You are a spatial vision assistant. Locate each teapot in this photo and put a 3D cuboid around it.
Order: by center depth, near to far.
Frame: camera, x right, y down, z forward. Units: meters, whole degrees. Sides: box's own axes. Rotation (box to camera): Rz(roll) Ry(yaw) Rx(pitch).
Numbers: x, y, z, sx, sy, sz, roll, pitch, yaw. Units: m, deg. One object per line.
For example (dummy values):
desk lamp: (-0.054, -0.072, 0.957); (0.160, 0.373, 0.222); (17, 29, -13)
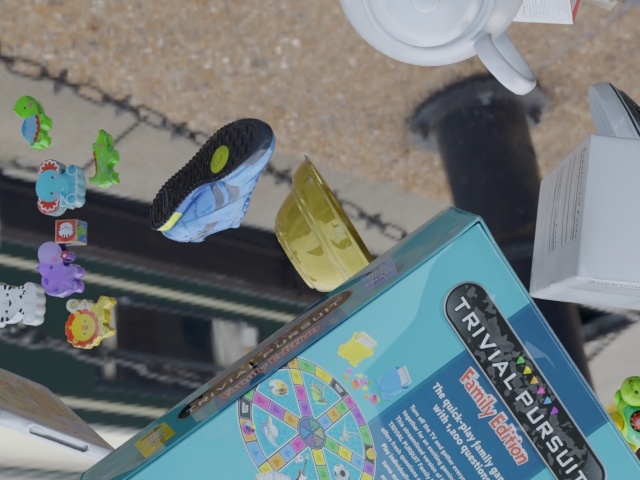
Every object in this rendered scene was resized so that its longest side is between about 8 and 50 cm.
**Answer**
teapot: (0.132, -0.304, 1.352); (0.256, 0.187, 0.252); (2, 119, 5)

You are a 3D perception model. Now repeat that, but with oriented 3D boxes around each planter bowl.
planter bowl: (0.000, 0.000, 1.528); (0.090, 0.217, 0.217); (-31, 153, 4)

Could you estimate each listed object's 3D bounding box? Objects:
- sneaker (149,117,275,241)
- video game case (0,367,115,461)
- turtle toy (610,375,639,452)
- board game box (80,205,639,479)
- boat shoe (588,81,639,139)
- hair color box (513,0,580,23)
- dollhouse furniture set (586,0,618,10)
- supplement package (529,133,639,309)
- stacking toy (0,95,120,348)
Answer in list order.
sneaker: (-0.100, -0.061, 1.252); (0.082, 0.069, 0.209); (22, 139, -32)
video game case: (-0.386, 0.211, 1.493); (0.212, 0.023, 0.193); (27, 175, 46)
turtle toy: (0.469, 0.251, 1.683); (0.066, 0.095, 0.130); (-1, 129, 50)
board game box: (0.038, 0.176, 0.837); (0.336, 0.254, 0.079); (-36, -167, -5)
boat shoe: (0.569, -0.145, 1.946); (0.119, 0.335, 0.121); (-24, 151, -1)
hair color box: (0.288, -0.370, 1.684); (0.167, 0.053, 0.093); (7, 147, 23)
dollhouse furniture set: (0.469, -0.520, 1.789); (0.303, 0.174, 0.355); (23, 170, 2)
supplement package: (0.297, -0.010, 1.129); (0.139, 0.134, 0.244); (7, 173, 1)
stacking toy: (-0.248, -0.013, 1.090); (0.052, 0.221, 0.167); (-2, 171, 14)
